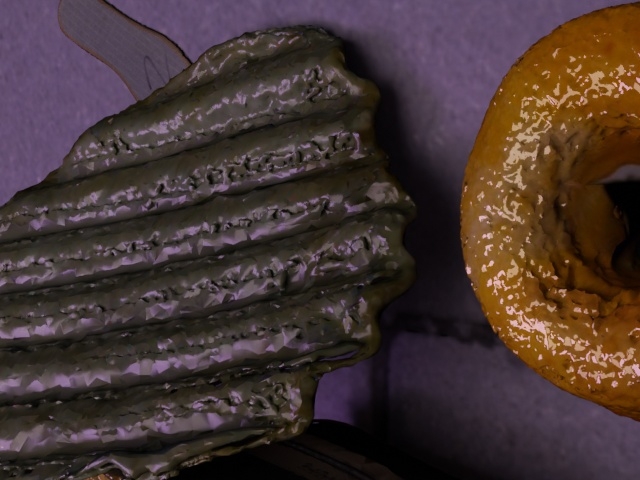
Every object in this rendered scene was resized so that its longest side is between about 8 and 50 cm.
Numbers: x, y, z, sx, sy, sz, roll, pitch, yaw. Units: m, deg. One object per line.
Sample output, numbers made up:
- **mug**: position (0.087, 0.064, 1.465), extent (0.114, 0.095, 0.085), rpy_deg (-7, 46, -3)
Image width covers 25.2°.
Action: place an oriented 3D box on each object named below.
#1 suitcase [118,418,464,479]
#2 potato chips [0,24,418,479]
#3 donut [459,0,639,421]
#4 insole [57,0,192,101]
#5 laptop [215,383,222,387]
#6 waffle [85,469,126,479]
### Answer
- **suitcase**: position (-0.069, 0.250, 0.852), extent (0.283, 0.434, 0.194), rpy_deg (17, 115, 49)
- **potato chips**: position (-0.133, 0.020, 0.977), extent (0.429, 0.070, 0.358), rpy_deg (-14, 46, 25)
- **donut**: position (0.191, -0.020, 0.819), extent (0.253, 0.118, 0.254), rpy_deg (-7, 78, 35)
- **insole**: position (-0.149, -0.145, 1.131), extent (0.188, 0.004, 0.064), rpy_deg (39, 117, 27)
- **laptop**: position (-0.112, 0.050, 1.124), extent (0.180, 0.016, 0.129), rpy_deg (41, 120, 25)
- **waffle**: position (-0.204, 0.180, 1.210), extent (0.097, 0.023, 0.153), rpy_deg (-46, 69, 33)
